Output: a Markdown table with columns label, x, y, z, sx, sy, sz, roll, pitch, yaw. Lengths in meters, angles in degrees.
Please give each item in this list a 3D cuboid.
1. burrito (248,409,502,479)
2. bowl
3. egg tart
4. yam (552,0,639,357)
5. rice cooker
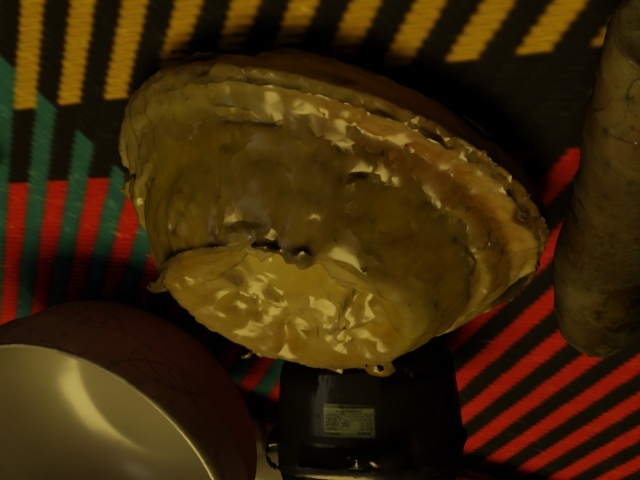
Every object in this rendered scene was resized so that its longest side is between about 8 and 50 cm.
| label | x | y | z | sx | sy | sz | roll | pitch | yaw |
| --- | --- | --- | --- | --- | --- | --- | --- | --- | --- |
| burrito | 0.069 | 0.253 | 1.252 | 0.445 | 0.101 | 0.139 | 14 | 149 | 9 |
| bowl | -0.175 | 0.166 | 1.133 | 0.286 | 0.144 | 0.287 | 13 | 126 | 19 |
| egg tart | 0.000 | 0.000 | 0.805 | 0.290 | 0.115 | 0.290 | 14 | 154 | 7 |
| yam | 0.167 | -0.020 | 0.705 | 0.071 | 0.067 | 0.317 | 20 | 155 | 15 |
| rice cooker | 0.035 | 0.127 | 0.949 | 0.142 | 0.118 | 0.203 | -2 | -171 | 8 |
